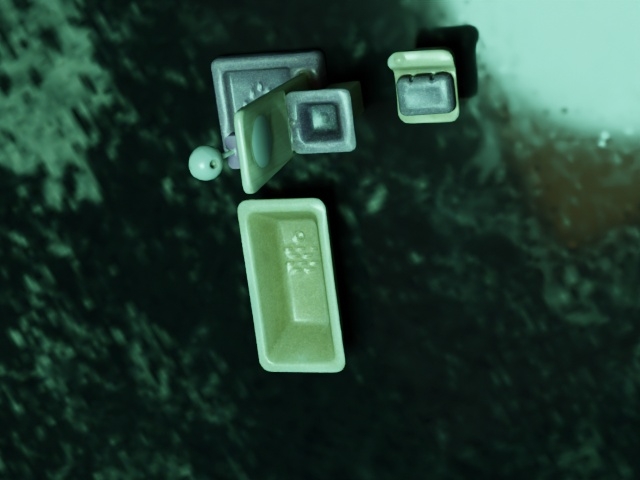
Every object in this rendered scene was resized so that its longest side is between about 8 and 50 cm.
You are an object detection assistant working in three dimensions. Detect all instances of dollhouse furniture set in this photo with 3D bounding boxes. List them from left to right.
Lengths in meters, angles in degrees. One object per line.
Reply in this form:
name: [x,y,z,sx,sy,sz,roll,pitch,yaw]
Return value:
dollhouse furniture set: [0.000,0.000,0.487,0.091,0.081,0.114,-1,109,19]
